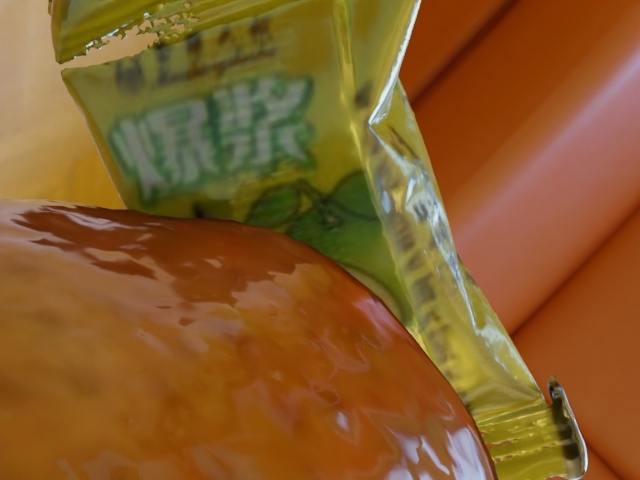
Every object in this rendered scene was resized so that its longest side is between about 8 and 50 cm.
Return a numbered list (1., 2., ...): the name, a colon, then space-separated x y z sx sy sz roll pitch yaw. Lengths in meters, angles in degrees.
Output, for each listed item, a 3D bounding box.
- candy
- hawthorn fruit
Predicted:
1. candy: 0.000 0.000 0.825 0.187 0.297 0.081 -15 -162 12
2. hawthorn fruit: -0.122 0.212 0.624 0.472 0.472 0.471 -33 151 -20
